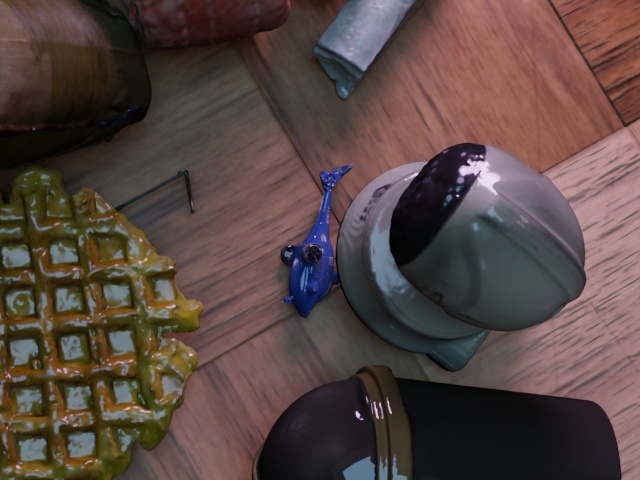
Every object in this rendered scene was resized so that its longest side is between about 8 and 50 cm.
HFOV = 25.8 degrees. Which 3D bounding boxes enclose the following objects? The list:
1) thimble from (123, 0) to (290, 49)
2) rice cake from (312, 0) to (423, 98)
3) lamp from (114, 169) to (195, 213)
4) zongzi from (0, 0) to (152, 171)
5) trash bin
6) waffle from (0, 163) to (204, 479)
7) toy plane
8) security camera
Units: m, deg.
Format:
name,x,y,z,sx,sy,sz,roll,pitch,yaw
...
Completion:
name,x,y,z,sx,sy,sz,roll,pitch,yaw
thimble,-0.127,-0.310,1.390,0.162,0.239,0.239,-15,82,-10
rice cake,0.066,-0.253,1.488,0.069,0.063,0.206,38,78,3
lamp,-0.189,-0.034,1.436,0.121,0.041,0.054,-14,74,-5
zongzi,-0.382,-0.126,1.337,0.393,0.356,0.174,-18,88,24
trash bin,0.101,0.229,1.337,0.334,0.214,0.214,5,80,-9
waffle,-0.283,0.096,1.371,0.325,0.068,0.302,39,85,0
toy plane,0.000,0.000,1.448,0.062,0.054,0.167,16,79,-29
security camera,0.137,0.007,1.332,0.191,0.277,0.197,39,76,-10
